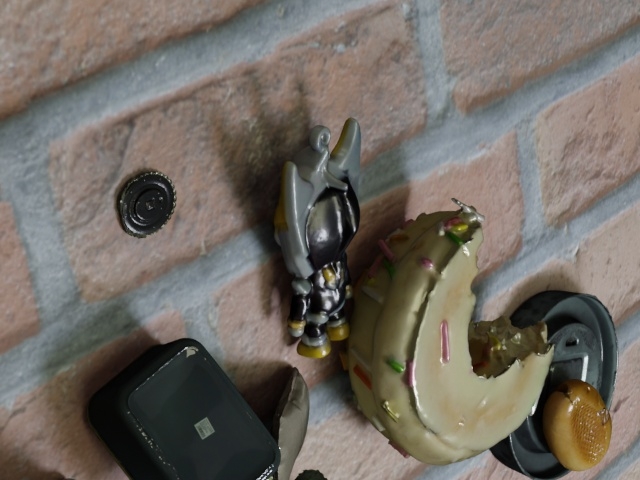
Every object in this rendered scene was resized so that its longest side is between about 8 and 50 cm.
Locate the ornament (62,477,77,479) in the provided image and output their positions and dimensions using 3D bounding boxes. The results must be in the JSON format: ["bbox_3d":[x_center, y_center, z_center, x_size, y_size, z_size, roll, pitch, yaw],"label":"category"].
[{"bbox_3d":[-0.276,0.396,1.429,0.239,0.239,0.239,-8,96,-46],"label":"ornament"}]

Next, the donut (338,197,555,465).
[{"bbox_3d":[0.166,0.149,1.934,0.307,0.150,0.371,-56,134,-21],"label":"donut"}]

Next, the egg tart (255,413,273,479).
[{"bbox_3d":[-0.123,0.284,1.709,0.197,0.078,0.197,-14,108,-47],"label":"egg tart"}]

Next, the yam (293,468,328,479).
[{"bbox_3d":[-0.061,0.418,1.764,0.254,0.154,0.154,-37,125,-37],"label":"yam"}]

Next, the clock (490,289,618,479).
[{"bbox_3d":[0.369,0.230,2.241,0.312,0.061,0.313,-15,111,-44],"label":"clock"}]

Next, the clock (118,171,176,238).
[{"bbox_3d":[-0.195,-0.042,1.594,0.083,0.010,0.074,-29,120,-39],"label":"clock"}]

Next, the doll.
[{"bbox_3d":[0.002,-0.002,1.751,0.145,0.103,0.316,-19,123,-26],"label":"doll"}]

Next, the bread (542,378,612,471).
[{"bbox_3d":[0.395,0.283,2.183,0.114,0.077,0.189,-36,129,-11],"label":"bread"}]

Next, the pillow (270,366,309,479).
[{"bbox_3d":[-0.039,0.239,1.732,0.233,0.038,0.131,-60,154,-80],"label":"pillow"}]

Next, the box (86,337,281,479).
[{"bbox_3d":[-0.151,0.220,1.588,0.144,0.090,0.201,-39,97,-32],"label":"box"}]
